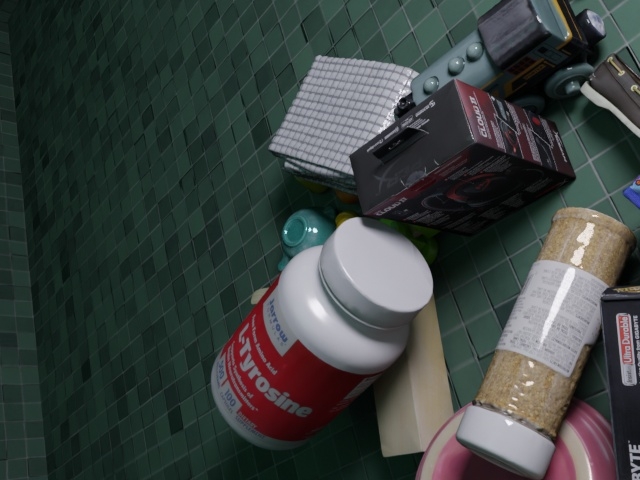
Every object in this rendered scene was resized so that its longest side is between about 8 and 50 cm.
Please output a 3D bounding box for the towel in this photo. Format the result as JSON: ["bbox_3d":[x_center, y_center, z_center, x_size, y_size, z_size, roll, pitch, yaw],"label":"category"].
[{"bbox_3d":[0.058,-0.210,1.370,0.283,0.121,0.235,20,81,47],"label":"towel"}]

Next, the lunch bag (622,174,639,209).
[{"bbox_3d":[0.535,-0.030,0.817,0.293,0.138,0.221,49,116,14],"label":"lunch bag"}]

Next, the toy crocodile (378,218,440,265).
[{"bbox_3d":[0.101,0.036,1.318,0.340,0.115,0.105,-48,44,29],"label":"toy crocodile"}]

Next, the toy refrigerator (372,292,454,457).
[{"bbox_3d":[0.153,0.223,1.244,0.102,0.094,0.270,-30,61,49],"label":"toy refrigerator"}]

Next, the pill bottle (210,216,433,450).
[{"bbox_3d":[-0.002,0.156,1.192,0.408,0.229,0.229,-52,48,39],"label":"pill bottle"}]

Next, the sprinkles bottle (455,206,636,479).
[{"bbox_3d":[0.305,0.132,0.977,0.121,0.121,0.355,12,69,48],"label":"sprinkles bottle"}]

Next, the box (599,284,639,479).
[{"bbox_3d":[0.475,0.192,0.800,0.293,0.073,0.296,-4,94,28],"label":"box"}]

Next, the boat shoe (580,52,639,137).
[{"bbox_3d":[0.451,-0.178,0.993,0.069,0.081,0.228,-60,43,27],"label":"boat shoe"}]

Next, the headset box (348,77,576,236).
[{"bbox_3d":[0.204,-0.114,1.096,0.218,0.293,0.110,-34,60,40],"label":"headset box"}]

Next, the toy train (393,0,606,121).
[{"bbox_3d":[0.266,-0.255,1.130,0.334,0.190,0.142,-32,60,40],"label":"toy train"}]

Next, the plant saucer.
[{"bbox_3d":[0.264,0.350,1.006,0.332,0.084,0.332,-23,46,26],"label":"plant saucer"}]

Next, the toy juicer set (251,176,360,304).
[{"bbox_3d":[0.000,0.000,1.458,0.209,0.089,0.329,14,83,42],"label":"toy juicer set"}]
